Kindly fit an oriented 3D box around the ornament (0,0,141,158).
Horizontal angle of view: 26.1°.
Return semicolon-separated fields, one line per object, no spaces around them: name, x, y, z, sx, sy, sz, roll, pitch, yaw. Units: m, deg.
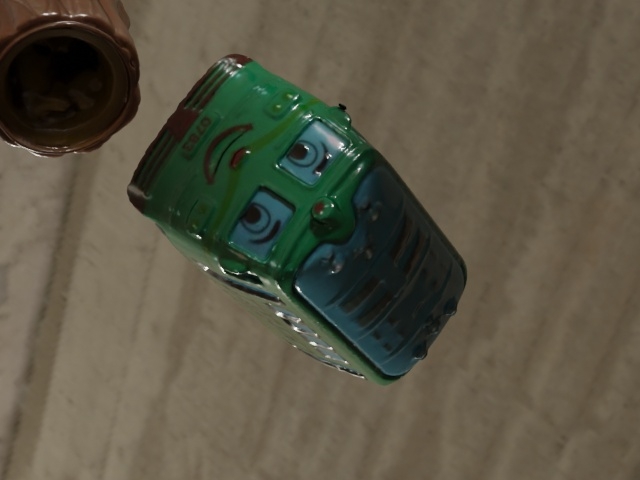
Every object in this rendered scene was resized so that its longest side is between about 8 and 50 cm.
ornament;-0.312;-0.214;1.551;0.221;0.217;0.235;-28;-53;-2

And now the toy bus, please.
toy bus;0.000;0.000;1.283;0.183;0.199;0.343;-55;-32;-6
